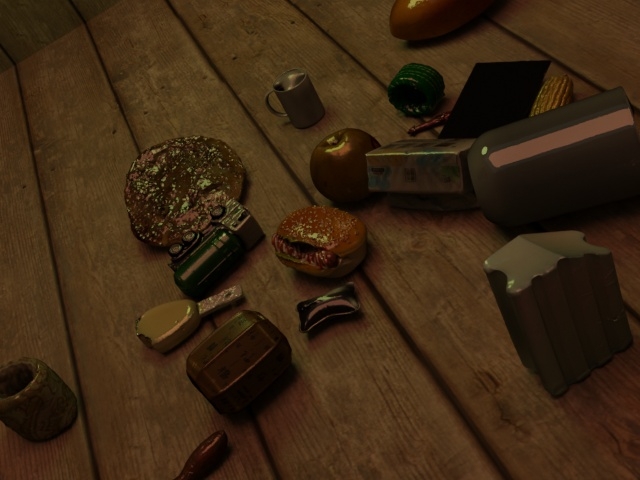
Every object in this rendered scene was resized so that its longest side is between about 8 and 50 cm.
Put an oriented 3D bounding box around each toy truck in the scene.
[{"bbox_3d":[-0.245,0.021,1.919,0.242,0.101,0.125,-45,46,-14],"label":"toy truck"}]

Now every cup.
[{"bbox_3d":[-0.070,-0.380,2.207,0.136,0.133,0.099,15,58,41],"label":"cup"},{"bbox_3d":[0.450,-0.150,1.583,0.312,0.205,0.205,-15,41,18],"label":"cup"}]

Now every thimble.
[{"bbox_3d":[0.234,-0.368,2.022,0.130,0.118,0.090,26,57,16],"label":"thimble"},{"bbox_3d":[-0.632,0.342,1.782,0.190,0.143,0.137,-10,44,23],"label":"thimble"}]

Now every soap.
[{"bbox_3d":[0.375,0.101,1.297,0.173,0.289,0.095,-35,41,-4],"label":"soap"}]

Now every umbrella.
[{"bbox_3d":[0.284,-0.288,1.977,0.165,0.025,0.027,-22,66,13],"label":"umbrella"}]

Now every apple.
[{"bbox_3d":[0.060,-0.173,1.881,0.182,0.155,0.182,-24,37,19],"label":"apple"}]

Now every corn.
[{"bbox_3d":[0.506,-0.296,1.813,0.085,0.063,0.165,-23,31,49],"label":"corn"}]

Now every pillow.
[{"bbox_3d":[0.013,0.135,1.674,0.136,0.055,0.091,-21,8,7],"label":"pillow"}]

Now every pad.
[{"bbox_3d":[0.385,-0.296,1.892,0.202,0.005,0.299,8,61,41],"label":"pad"}]

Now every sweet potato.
[{"bbox_3d":[-0.250,0.432,1.527,0.214,0.050,0.050,-42,40,-8],"label":"sweet potato"}]

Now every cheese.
[{"bbox_3d":[-0.286,0.164,1.829,0.255,0.050,0.127,-25,39,7],"label":"cheese"}]

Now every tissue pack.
[{"bbox_3d":[0.237,-0.137,1.776,0.229,0.145,0.159,4,18,36],"label":"tissue pack"}]

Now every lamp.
[{"bbox_3d":[-0.156,0.234,1.596,0.185,0.161,0.161,-39,40,-16],"label":"lamp"}]

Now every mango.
[{"bbox_3d":[0.332,-0.661,2.220,0.350,0.201,0.199,-36,12,6],"label":"mango"}]

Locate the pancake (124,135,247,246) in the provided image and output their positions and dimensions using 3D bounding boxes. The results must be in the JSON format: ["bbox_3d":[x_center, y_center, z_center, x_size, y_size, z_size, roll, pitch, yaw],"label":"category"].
[{"bbox_3d":[-0.350,-0.131,2.134,0.356,0.065,0.356,-10,54,14],"label":"pancake"}]

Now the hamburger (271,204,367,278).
[{"bbox_3d":[0.000,0.000,1.775,0.210,0.116,0.173,18,56,42],"label":"hamburger"}]
